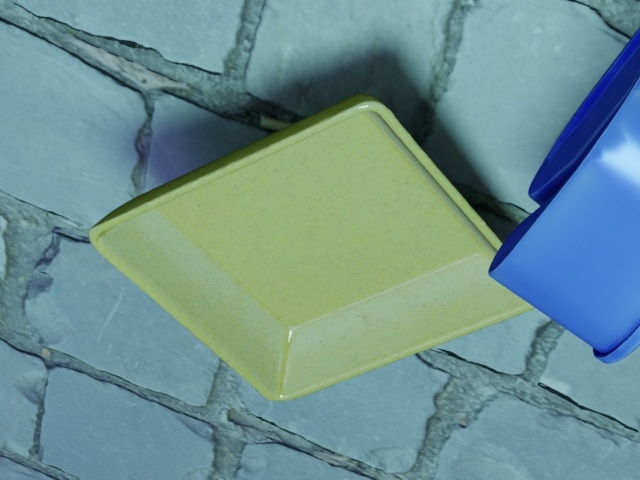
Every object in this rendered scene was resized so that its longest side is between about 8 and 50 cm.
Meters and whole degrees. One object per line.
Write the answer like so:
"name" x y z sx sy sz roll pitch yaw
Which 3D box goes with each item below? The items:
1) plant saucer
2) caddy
"plant saucer" 0.000 0.000 1.546 0.333 0.081 0.333 -23 134 24
"caddy" 0.291 -0.045 1.306 0.179 0.241 0.341 32 140 0
